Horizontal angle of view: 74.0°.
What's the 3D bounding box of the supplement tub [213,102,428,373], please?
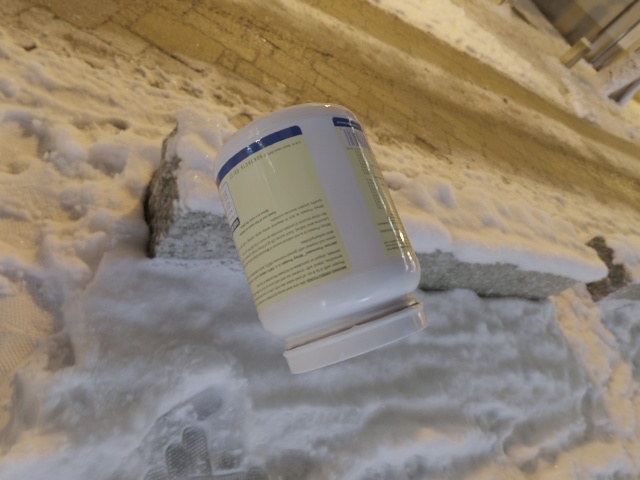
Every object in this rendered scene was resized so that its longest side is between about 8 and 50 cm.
[{"bbox_3d":[0.000,0.000,0.612,0.236,0.236,0.324,-9,74,-43],"label":"supplement tub"}]
